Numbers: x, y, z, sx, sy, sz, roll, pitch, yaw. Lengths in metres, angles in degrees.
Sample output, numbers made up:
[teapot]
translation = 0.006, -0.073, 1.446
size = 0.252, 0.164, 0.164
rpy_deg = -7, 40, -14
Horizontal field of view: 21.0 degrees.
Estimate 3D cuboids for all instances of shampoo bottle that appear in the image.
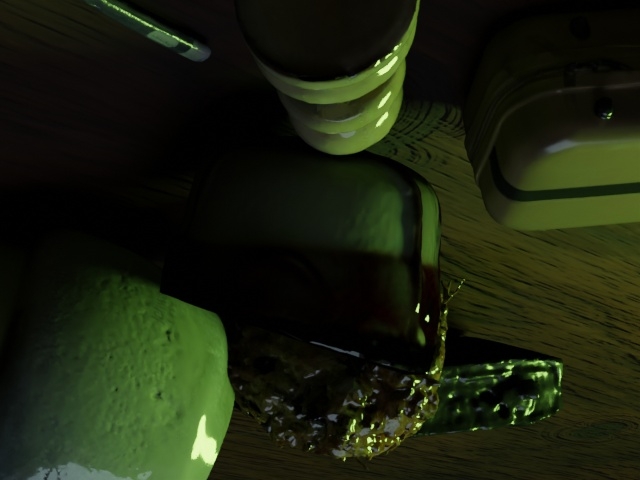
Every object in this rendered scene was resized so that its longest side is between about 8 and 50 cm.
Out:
[shampoo bottle]
translation = -0.254, 0.153, 1.698
size = 0.317, 0.323, 0.322
rpy_deg = 15, 151, -12

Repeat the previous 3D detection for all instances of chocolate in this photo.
[chocolate]
translation = 0.000, 0.000, 1.582
size = 0.283, 0.186, 0.283
rpy_deg = 19, 180, 0

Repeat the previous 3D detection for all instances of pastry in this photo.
[pastry]
translation = 0.019, 0.106, 1.814
size = 0.274, 0.275, 0.193
rpy_deg = -17, 162, 12

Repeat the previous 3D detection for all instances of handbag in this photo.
[handbag]
translation = 0.279, -0.099, 1.616
size = 0.301, 0.149, 0.283
rpy_deg = -7, 159, -16

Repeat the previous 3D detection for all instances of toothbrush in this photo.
[toothbrush]
translation = -0.173, -0.187, 1.340
size = 0.024, 0.026, 0.288
rpy_deg = -20, 157, 27

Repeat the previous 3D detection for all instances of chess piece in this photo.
[chess piece]
translation = 0.010, -0.148, 1.402
size = 0.142, 0.143, 0.261
rpy_deg = -11, 164, -1

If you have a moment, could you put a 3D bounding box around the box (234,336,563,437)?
[box]
translation = 0.083, 0.175, 2.084
size = 0.359, 0.091, 0.350
rpy_deg = -4, -177, -17
